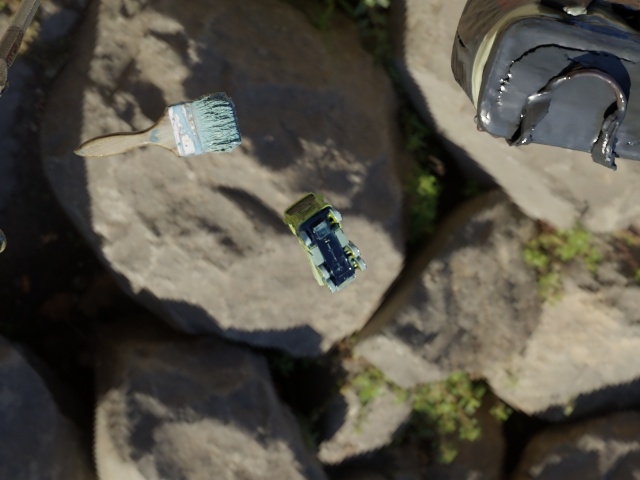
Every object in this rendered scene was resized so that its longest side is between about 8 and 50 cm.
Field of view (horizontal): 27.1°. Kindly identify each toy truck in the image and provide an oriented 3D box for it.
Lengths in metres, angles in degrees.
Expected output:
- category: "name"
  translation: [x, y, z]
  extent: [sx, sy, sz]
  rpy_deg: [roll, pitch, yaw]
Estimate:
- category: "toy truck"
  translation: [0.000, 0.000, 2.094]
  extent: [0.077, 0.100, 0.169]
  rpy_deg: [-37, 131, -9]

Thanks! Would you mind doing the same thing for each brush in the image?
- category: "brush"
  translation: [-0.188, -0.119, 1.509]
  extent: [0.021, 0.196, 0.070]
  rpy_deg: [-62, 141, -73]
- category: "brush"
  translation: [-0.387, -0.275, 1.715]
  extent: [0.039, 0.042, 0.299]
  rpy_deg: [50, 35, -31]

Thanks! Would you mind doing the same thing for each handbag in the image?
- category: "handbag"
  translation: [0.281, -0.194, 1.460]
  extent: [0.254, 0.181, 0.181]
  rpy_deg: [9, 117, -14]

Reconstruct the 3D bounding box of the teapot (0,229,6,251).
- category: "teapot"
  translation: [-0.489, -0.008, 1.651]
  extent: [0.269, 0.182, 0.173]
  rpy_deg: [11, 78, -82]
